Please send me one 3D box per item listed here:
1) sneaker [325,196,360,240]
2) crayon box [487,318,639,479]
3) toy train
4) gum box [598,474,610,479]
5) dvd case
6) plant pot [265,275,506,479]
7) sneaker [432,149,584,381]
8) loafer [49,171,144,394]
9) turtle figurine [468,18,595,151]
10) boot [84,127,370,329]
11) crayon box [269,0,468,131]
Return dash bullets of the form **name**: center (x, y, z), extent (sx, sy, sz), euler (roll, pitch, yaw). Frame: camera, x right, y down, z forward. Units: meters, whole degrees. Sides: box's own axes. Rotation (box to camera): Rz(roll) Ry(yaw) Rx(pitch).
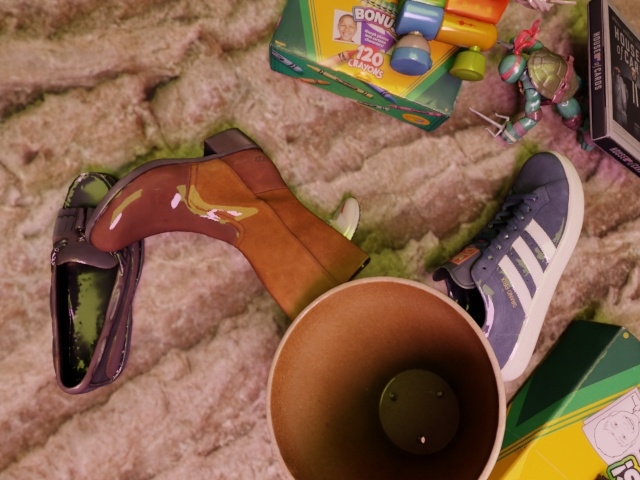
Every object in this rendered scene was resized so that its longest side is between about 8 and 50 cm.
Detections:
- **sneaker**: center (0.000, 0.000, 0.635), extent (0.075, 0.057, 0.161), euler (25, 87, -10)
- **crayon box**: center (0.447, 0.356, 0.638), extent (0.363, 0.106, 0.313), euler (42, 83, -2)
- **toy train**: center (0.218, -0.281, 0.581), extent (0.248, 0.105, 0.143), euler (11, 95, -6)
- **gum box**: center (0.389, 0.431, 0.557), extent (0.184, 0.041, 0.157), euler (45, 87, -2)
- **dvd case**: center (0.469, -0.230, 0.665), extent (0.179, 0.030, 0.238), euler (17, 74, -31)
- **plant pot**: center (0.096, 0.198, 0.525), extent (0.237, 0.254, 0.237), euler (-9, 62, 18)
- **sneaker**: center (0.254, 0.021, 0.626), extent (0.148, 0.131, 0.349), euler (19, 85, -9)
- **loafer**: center (-0.303, 0.051, 0.578), extent (0.109, 0.095, 0.302), euler (0, 86, -7)
- **turtle figurine**: center (0.338, -0.232, 0.666), extent (0.234, 0.118, 0.175), euler (18, 90, -13)
- **boot**: center (-0.113, 0.011, 0.560), extent (0.264, 0.096, 0.280), euler (-35, 76, -34)
- **crayon box**: center (0.081, -0.297, 0.652), extent (0.279, 0.081, 0.165), euler (20, 84, -5)
